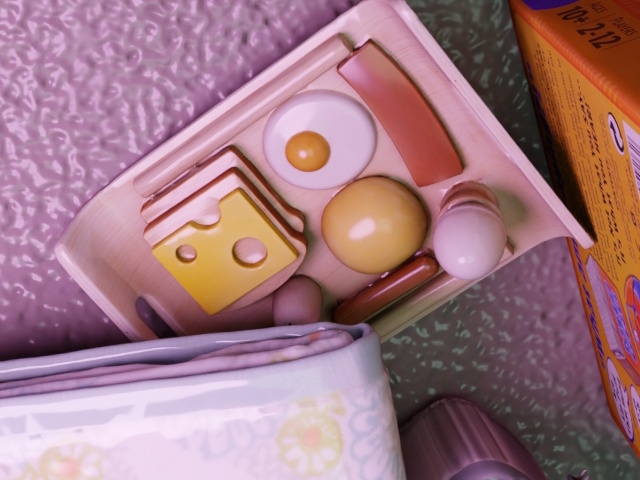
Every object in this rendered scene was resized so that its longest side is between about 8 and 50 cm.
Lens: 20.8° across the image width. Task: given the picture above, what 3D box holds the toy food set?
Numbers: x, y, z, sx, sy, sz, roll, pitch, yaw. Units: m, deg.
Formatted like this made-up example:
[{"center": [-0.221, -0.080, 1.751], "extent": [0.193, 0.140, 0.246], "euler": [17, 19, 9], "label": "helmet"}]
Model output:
[{"center": [0.000, 0.000, 1.184], "extent": [0.306, 0.092, 0.220], "euler": [-34, 112, 19], "label": "toy food set"}]

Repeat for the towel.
[{"center": [-0.119, 0.229, 1.168], "extent": [0.374, 0.090, 0.320], "euler": [-7, 105, 8], "label": "towel"}]

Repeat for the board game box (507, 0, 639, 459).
[{"center": [0.367, -0.012, 1.125], "extent": [0.356, 0.356, 0.356], "euler": [-18, 112, -2], "label": "board game box"}]

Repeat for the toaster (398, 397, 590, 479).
[{"center": [0.090, 0.213, 1.274], "extent": [0.129, 0.146, 0.227], "euler": [39, 100, -20], "label": "toaster"}]
